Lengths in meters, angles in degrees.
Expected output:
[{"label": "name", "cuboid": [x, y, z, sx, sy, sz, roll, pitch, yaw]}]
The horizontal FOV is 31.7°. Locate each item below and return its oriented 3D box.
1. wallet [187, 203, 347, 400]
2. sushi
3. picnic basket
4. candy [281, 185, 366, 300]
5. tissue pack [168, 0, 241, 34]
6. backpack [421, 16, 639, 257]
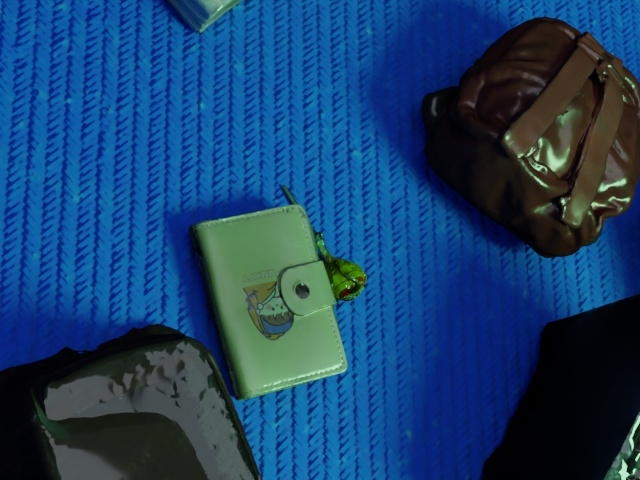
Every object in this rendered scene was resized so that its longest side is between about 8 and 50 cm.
[{"label": "wallet", "cuboid": [-0.044, 0.051, 0.972, 0.110, 0.039, 0.155, -12, 80, -22]}, {"label": "sushi", "cuboid": [0.295, 0.193, 0.981, 0.212, 0.215, 0.227, 31, 64, -13]}, {"label": "picnic basket", "cuboid": [-0.123, 0.207, 0.841, 0.222, 0.129, 0.297, -18, 83, -29]}, {"label": "candy", "cuboid": [0.000, 0.000, 1.015, 0.123, 0.035, 0.035, 58, 30, 11]}, {"label": "tissue pack", "cuboid": [-0.155, -0.361, 1.027, 0.170, 0.071, 0.325, -42, 94, -26]}, {"label": "backpack", "cuboid": [0.219, -0.108, 1.079, 0.229, 0.139, 0.229, 6, 75, -21]}]
